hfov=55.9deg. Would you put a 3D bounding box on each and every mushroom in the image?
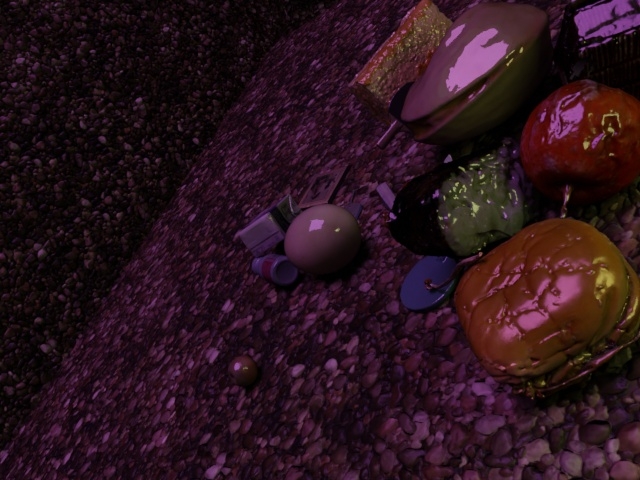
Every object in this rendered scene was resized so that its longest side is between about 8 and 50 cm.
[{"bbox_3d":[0.263,0.065,1.197,0.286,0.028,0.025,128,158,-72],"label":"mushroom"}]

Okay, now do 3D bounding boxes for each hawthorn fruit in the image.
[{"bbox_3d":[0.490,-0.157,1.151,0.242,0.242,0.271,5,65,56],"label":"hawthorn fruit"}]

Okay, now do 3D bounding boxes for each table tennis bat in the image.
[{"bbox_3d":[0.261,-0.382,1.868,0.246,0.138,0.022,-51,5,-2],"label":"table tennis bat"},{"bbox_3d":[0.268,0.060,1.371,0.237,0.038,0.149,-57,29,-12],"label":"table tennis bat"}]

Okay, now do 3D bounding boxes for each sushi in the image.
[{"bbox_3d":[0.306,-0.060,1.257,0.349,0.234,0.208,-24,6,-35],"label":"sushi"}]

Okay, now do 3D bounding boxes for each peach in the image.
[{"bbox_3d":[-0.204,0.344,1.594,0.083,0.083,0.083,-34,30,22],"label":"peach"}]

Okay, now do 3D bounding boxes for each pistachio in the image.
[{"bbox_3d":[0.399,-0.429,1.572,0.445,0.281,0.365,-37,12,33],"label":"pistachio"}]

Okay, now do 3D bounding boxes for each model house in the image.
[{"bbox_3d":[0.665,-0.377,1.271,0.317,0.297,0.282,-17,70,23],"label":"model house"}]

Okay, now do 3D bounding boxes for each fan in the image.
[{"bbox_3d":[0.088,-0.095,1.857,0.113,0.005,0.175,-24,36,37],"label":"fan"}]

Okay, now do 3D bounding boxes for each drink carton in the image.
[{"bbox_3d":[-0.156,-0.054,1.970,0.134,0.102,0.222,-34,10,26],"label":"drink carton"}]

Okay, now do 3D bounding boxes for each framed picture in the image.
[{"bbox_3d":[0.004,-0.177,2.078,0.199,0.010,0.195,-8,45,49],"label":"framed picture"}]

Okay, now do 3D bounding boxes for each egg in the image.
[{"bbox_3d":[0.000,0.000,1.653,0.254,0.188,0.188,-21,36,48],"label":"egg"}]

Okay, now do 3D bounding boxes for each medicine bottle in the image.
[{"bbox_3d":[-0.144,0.086,1.844,0.090,0.090,0.217,-53,21,-14],"label":"medicine bottle"}]

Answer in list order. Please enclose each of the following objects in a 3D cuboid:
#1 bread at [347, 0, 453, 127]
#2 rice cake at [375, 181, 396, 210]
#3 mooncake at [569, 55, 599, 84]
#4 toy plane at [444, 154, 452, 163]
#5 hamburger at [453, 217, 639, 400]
[{"bbox_3d":[0.294,-0.566,1.960,0.375,0.237,0.165,-52,15,-4],"label":"bread"},{"bbox_3d":[0.200,-0.113,1.697,0.047,0.036,0.206,-31,28,3],"label":"rice cake"},{"bbox_3d":[0.644,-0.279,1.113,0.057,0.347,0.150,-47,-19,-40],"label":"mooncake"},{"bbox_3d":[0.294,-0.089,1.475,0.160,0.082,0.234,-24,-38,-60],"label":"toy plane"},{"bbox_3d":[0.382,0.105,1.021,0.319,0.158,0.318,-36,31,26],"label":"hamburger"}]
